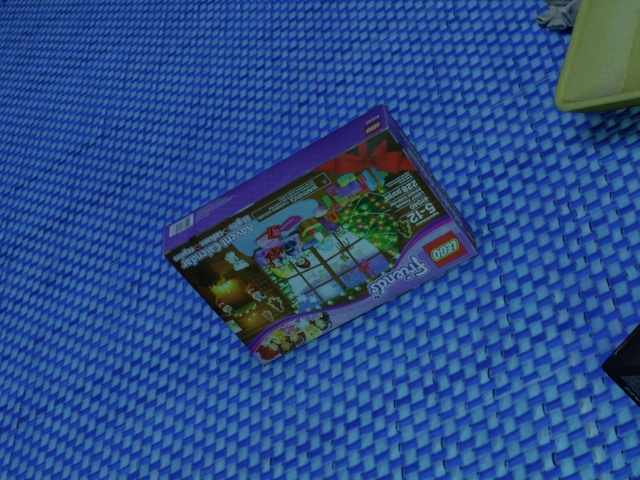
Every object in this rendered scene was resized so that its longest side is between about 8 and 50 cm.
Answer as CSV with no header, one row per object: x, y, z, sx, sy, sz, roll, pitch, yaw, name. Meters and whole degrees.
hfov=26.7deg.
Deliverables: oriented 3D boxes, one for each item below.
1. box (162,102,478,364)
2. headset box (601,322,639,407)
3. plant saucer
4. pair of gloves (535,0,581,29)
0.000,0.000,1.510,0.293,0.201,0.057,-29,33,17,box
0.368,0.055,1.035,0.218,0.110,0.293,-45,1,-9,headset box
0.443,-0.282,1.471,0.333,0.081,0.333,-6,57,45,plant saucer
0.387,-0.333,1.681,0.204,0.042,0.240,-46,32,-10,pair of gloves
